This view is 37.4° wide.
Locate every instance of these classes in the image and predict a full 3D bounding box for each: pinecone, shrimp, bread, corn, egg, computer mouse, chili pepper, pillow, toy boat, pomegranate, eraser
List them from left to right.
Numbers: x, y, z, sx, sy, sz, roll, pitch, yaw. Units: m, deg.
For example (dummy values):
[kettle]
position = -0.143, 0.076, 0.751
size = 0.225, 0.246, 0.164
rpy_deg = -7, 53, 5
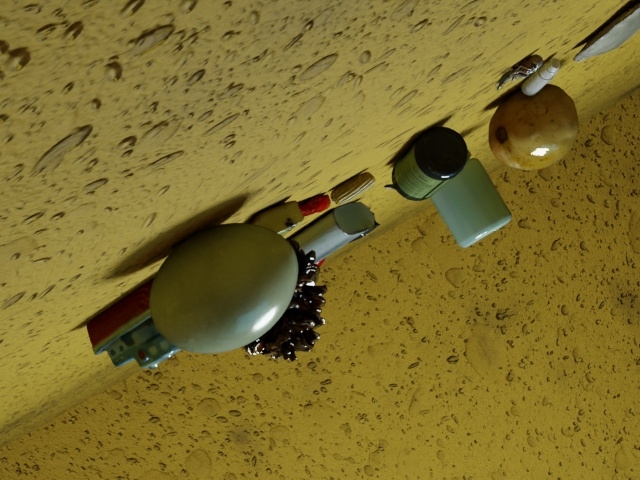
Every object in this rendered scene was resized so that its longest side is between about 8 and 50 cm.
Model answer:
[toy boat]
position = -0.255, 0.126, 1.689
size = 0.332, 0.133, 0.145
rpy_deg = -32, 174, 22
[egg]
position = -0.147, 0.072, 1.440
size = 0.253, 0.186, 0.186
rpy_deg = -29, 176, 22
[bread]
position = -0.111, -0.005, 1.686
size = 0.088, 0.049, 0.226
rpy_deg = -27, 175, -29
[pinecone]
position = -0.097, 0.124, 1.903
size = 0.244, 0.257, 0.243
rpy_deg = -16, 171, -3
[chili pepper]
position = -0.023, -0.061, 1.760
size = 0.045, 0.027, 0.178
rpy_deg = -32, 173, 26
[eraser]
position = 0.000, 0.000, 2.218
size = 0.227, 0.081, 0.174
rpy_deg = -32, 171, 32
[corn]
position = 0.062, -0.100, 1.811
size = 0.092, 0.037, 0.037
rpy_deg = -30, 175, -2
[computer mouse]
position = 0.105, -0.044, 2.554
size = 0.099, 0.057, 0.172
rpy_deg = -33, -174, 8
[shrimp]
position = 0.338, -0.287, 1.602
size = 0.092, 0.029, 0.038
rpy_deg = -26, -174, 29
[pomegranate]
position = 0.444, -0.229, 1.924
size = 0.196, 0.196, 0.196
rpy_deg = -30, 175, -3
[pillow]
position = 0.555, -0.392, 1.723
size = 0.131, 0.038, 0.232
rpy_deg = -25, 173, -19

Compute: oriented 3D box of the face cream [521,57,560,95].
[face cream]
position = 0.417, -0.310, 1.779
size = 0.034, 0.034, 0.130
rpy_deg = -29, 174, -13

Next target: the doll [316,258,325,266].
[doll]
position = -0.019, 0.036, 2.488
size = 0.227, 0.075, 0.102
rpy_deg = -44, 178, 31

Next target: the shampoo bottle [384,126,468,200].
[shampoo bottle]
position = 0.201, -0.137, 1.872
size = 0.101, 0.101, 0.284
rpy_deg = -29, 175, -15

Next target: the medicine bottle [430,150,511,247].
[medicine bottle]
position = 0.320, -0.108, 2.131
size = 0.139, 0.225, 0.139
rpy_deg = -30, 176, -3
